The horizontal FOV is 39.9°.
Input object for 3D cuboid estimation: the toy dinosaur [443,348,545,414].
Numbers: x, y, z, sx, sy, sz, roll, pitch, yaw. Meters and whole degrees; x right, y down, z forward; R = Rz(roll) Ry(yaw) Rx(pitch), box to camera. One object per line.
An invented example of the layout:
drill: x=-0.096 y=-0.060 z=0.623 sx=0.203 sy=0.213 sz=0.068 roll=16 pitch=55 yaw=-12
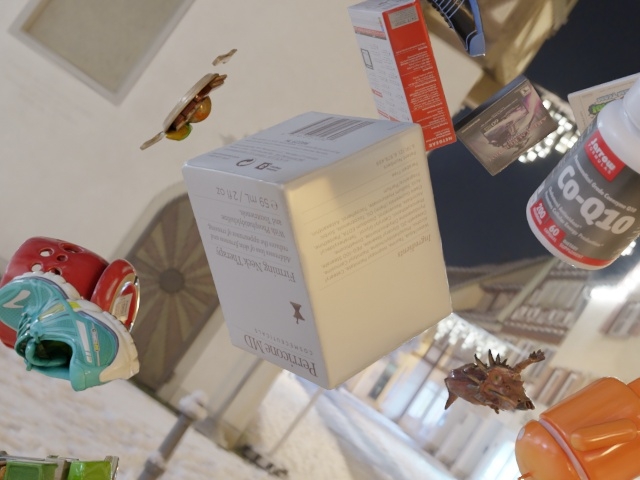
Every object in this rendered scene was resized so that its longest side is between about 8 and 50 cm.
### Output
toy dinosaur: x=0.333 y=0.295 z=1.818 sx=0.200 sy=0.127 sz=0.296 roll=7 pitch=-16 yaw=-41

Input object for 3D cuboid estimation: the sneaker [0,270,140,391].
sneaker: x=-0.359 y=0.119 z=1.170 sx=0.275 sy=0.107 sz=0.110 roll=20 pitch=31 yaw=38

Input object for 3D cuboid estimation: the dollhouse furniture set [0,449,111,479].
dollhouse furniture set: x=-0.571 y=0.481 z=1.652 sx=0.302 sy=0.151 sz=0.198 roll=-2 pitch=-12 yaw=26

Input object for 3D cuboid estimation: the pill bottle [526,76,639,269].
pill bottle: x=0.439 y=-0.101 z=1.278 sx=0.161 sy=0.161 sz=0.283 roll=34 pitch=-47 yaw=4

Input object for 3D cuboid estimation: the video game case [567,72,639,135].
video game case: x=0.559 y=-0.230 z=1.643 sx=0.143 sy=0.157 sz=0.019 roll=65 pitch=27 yaw=-22

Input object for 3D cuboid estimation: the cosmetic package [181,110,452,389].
cosmetic package: x=0.000 y=0.000 z=1.653 sx=0.329 sy=0.327 sz=0.393 roll=15 pitch=-55 yaw=50

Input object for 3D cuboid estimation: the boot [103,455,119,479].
boot: x=-0.571 y=0.560 z=1.927 sx=0.204 sy=0.262 sz=0.095 roll=19 pitch=-41 yaw=2

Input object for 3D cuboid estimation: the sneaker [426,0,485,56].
sneaker: x=0.219 y=-0.421 z=1.518 sx=0.081 sy=0.091 sz=0.232 roll=-67 pitch=140 yaw=-68

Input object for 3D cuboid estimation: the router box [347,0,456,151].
router box: x=0.169 y=-0.368 z=1.912 sx=0.335 sy=0.082 sz=0.301 roll=-123 pitch=-167 yaw=-70

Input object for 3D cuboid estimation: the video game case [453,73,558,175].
video game case: x=0.433 y=-0.262 z=2.047 sx=0.274 sy=0.196 sz=0.026 roll=32 pitch=25 yaw=-56

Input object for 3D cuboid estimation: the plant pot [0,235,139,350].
plant pot: x=-0.396 y=0.102 z=1.412 sx=0.174 sy=0.191 sz=0.191 roll=14 pitch=-8 yaw=8

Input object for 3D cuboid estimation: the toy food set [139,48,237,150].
toy food set: x=-0.187 y=-0.202 z=1.330 sx=0.038 sy=0.192 sz=0.132 roll=42 pitch=17 yaw=-7

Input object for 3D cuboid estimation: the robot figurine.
robot figurine: x=0.339 y=0.254 z=1.108 sx=0.128 sy=0.219 sz=0.158 roll=62 pitch=-5 yaw=-14
